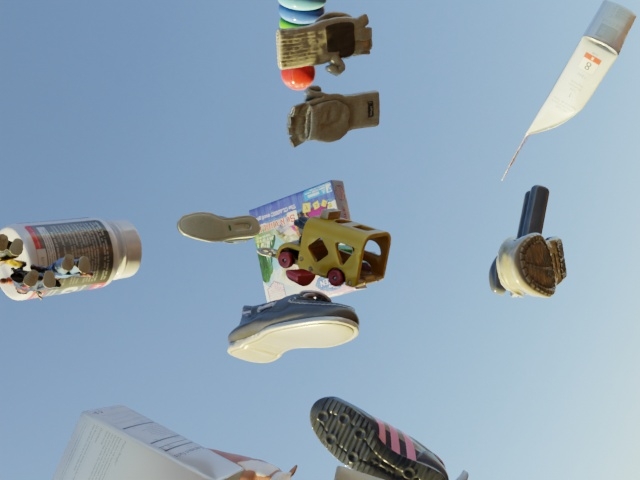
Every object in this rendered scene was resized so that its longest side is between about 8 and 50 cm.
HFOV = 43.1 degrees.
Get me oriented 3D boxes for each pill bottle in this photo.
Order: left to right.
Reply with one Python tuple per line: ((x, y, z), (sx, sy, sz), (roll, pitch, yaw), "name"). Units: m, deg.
((-0.544, 0.033, 1.766), (0.283, 0.161, 0.161), (-8, -65, -48), "pill bottle")

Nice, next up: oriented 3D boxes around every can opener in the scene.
((0.466, -0.002, 1.909), (0.076, 0.095, 0.284), (115, 171, -71), "can opener")

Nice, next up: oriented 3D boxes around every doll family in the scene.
((-0.394, 0.036, 1.062), (0.193, 0.111, 0.076), (24, -117, -28), "doll family")

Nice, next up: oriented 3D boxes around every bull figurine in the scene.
((-0.166, 0.546, 1.797), (0.101, 0.310, 0.188), (-48, -40, -44), "bull figurine")

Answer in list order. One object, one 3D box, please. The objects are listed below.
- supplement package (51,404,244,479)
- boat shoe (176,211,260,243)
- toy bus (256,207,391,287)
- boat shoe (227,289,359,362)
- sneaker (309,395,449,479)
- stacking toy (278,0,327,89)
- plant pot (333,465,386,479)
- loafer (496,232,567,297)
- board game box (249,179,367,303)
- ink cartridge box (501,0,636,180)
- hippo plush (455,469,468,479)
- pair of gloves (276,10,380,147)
((-0.327, 0.458, 1.536), (0.178, 0.293, 0.175), (-66, -14, -2), "supplement package")
((-0.278, -0.026, 2.159), (0.233, 0.079, 0.084), (2, -107, -34), "boat shoe")
((0.013, 0.003, 1.297), (0.191, 0.202, 0.104), (-126, 45, -71), "toy bus")
((-0.051, 0.118, 1.252), (0.112, 0.335, 0.096), (19, -114, -26), "boat shoe")
((0.119, 0.419, 1.651), (0.112, 0.319, 0.131), (-54, -3, 11), "sneaker")
((-0.044, -0.521, 1.976), (0.141, 0.141, 0.330), (-39, -37, -42), "stacking toy")
((0.061, 0.474, 1.398), (0.096, 0.109, 0.109), (-62, -17, -50), "plant pot")
((0.317, 0.043, 1.260), (0.268, 0.092, 0.102), (2, -103, -62), "loafer")
((-0.043, 0.022, 2.342), (0.066, 0.318, 0.318), (-1, -105, -55), "board game box")
((0.265, -0.152, 0.863), (0.145, 0.045, 0.179), (-48, -17, -51), "ink cartridge box")
((0.113, 0.569, 1.467), (0.234, 0.236, 0.294), (-50, -28, -69), "hippo plush")
((0.014, -0.305, 1.521), (0.204, 0.042, 0.240), (-22, -60, -23), "pair of gloves")
